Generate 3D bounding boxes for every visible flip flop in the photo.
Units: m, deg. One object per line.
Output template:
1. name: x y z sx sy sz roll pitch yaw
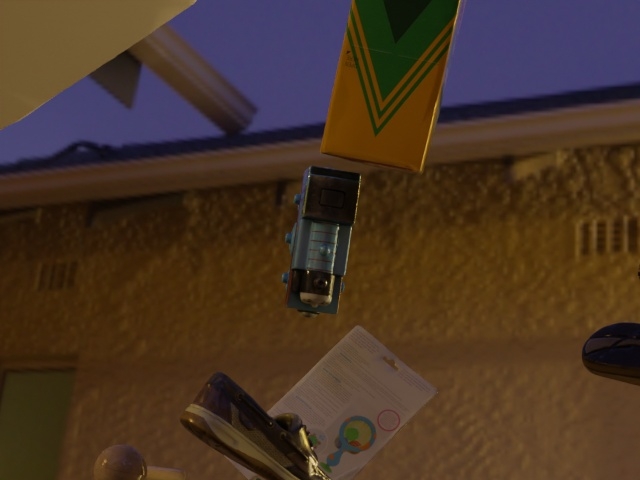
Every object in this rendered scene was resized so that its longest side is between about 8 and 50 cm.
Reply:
1. flip flop: 0.437 0.170 1.352 0.277 0.112 0.080 11 -51 47

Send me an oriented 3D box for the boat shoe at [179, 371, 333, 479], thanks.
1. boat shoe: -0.042 0.210 1.165 0.223 0.073 0.080 38 -16 -30

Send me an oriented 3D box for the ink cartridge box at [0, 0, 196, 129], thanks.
1. ink cartridge box: -0.237 -0.226 0.654 0.197 0.198 0.270 -34 -36 -3

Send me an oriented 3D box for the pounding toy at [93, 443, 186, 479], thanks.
1. pounding toy: -0.125 0.313 1.127 0.110 0.237 0.183 -25 -26 18

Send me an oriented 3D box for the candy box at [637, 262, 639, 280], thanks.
1. candy box: 0.492 -0.004 1.274 0.233 0.159 0.071 10 -17 25

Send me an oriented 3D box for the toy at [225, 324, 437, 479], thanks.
1. toy: 0.014 0.231 1.392 0.137 0.237 0.056 39 -23 23

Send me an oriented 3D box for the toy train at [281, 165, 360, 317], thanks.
1. toy train: 0.000 0.000 1.347 0.080 0.184 0.105 9 -6 -5

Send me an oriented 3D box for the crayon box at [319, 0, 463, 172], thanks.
1. crayon box: 0.092 -0.229 1.173 0.106 0.313 0.363 14 4 5
